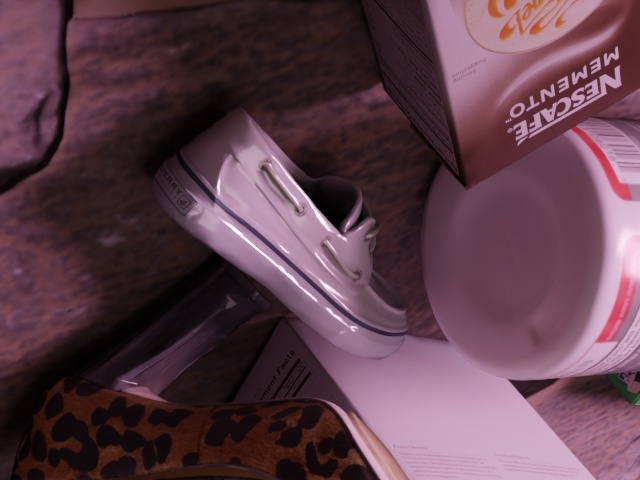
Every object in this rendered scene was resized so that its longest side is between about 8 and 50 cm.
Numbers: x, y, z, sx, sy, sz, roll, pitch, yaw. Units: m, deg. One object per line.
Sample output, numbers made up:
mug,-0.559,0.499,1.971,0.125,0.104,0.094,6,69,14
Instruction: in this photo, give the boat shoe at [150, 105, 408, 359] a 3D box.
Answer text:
boat shoe,0.000,0.000,1.017,0.076,0.083,0.226,-44,141,10

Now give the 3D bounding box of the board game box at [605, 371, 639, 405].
board game box,0.392,0.051,1.409,0.317,0.046,0.213,10,121,-43

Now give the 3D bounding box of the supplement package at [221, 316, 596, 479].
supplement package,0.058,0.177,1.138,0.194,0.203,0.149,11,118,-42

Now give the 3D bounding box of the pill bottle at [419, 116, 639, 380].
pill bottle,0.218,0.003,1.129,0.283,0.161,0.161,0,129,-38

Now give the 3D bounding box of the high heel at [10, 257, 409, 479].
high heel,-0.053,0.154,0.994,0.186,0.261,0.093,-40,150,-1

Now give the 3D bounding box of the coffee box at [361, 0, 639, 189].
coffee box,0.092,-0.163,0.909,0.141,0.098,0.246,-30,142,-9
